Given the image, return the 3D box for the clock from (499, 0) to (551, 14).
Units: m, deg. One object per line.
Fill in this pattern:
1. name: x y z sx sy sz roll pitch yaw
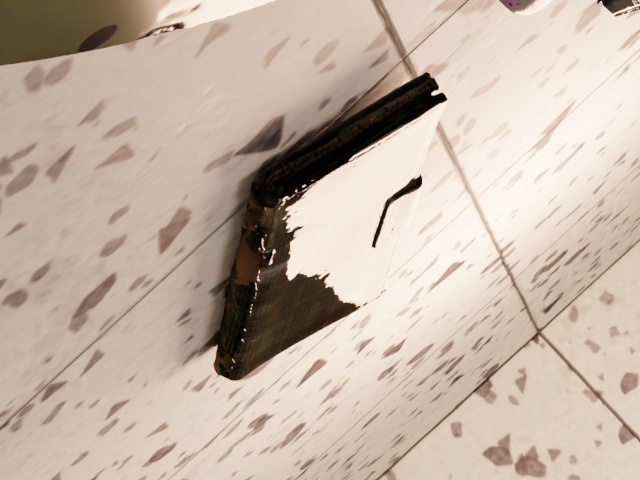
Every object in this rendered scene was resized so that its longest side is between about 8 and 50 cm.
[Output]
1. clock: 0.200 -0.251 1.072 0.227 0.090 0.248 -32 164 -36

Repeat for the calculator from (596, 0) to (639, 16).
1. calculator: 0.290 -0.264 1.219 0.261 0.021 0.161 -52 -173 -3

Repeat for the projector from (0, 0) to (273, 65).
1. projector: -0.032 -0.161 0.673 0.193 0.088 0.269 -41 169 37

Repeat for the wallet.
1. wallet: -0.001 -0.001 1.353 0.169 0.044 0.317 -32 161 -21
